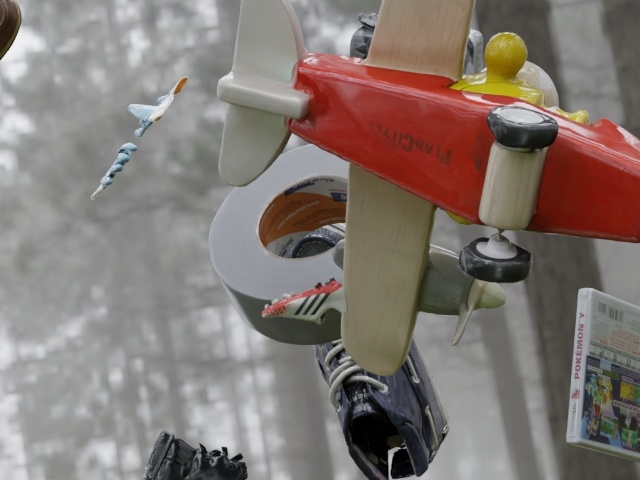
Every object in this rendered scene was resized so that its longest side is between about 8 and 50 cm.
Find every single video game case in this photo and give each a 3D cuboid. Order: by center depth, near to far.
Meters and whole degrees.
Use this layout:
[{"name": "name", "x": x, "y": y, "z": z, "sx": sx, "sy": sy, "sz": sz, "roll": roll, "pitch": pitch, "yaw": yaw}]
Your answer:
[{"name": "video game case", "x": 0.360, "y": 0.166, "z": 2.167, "sx": 0.023, "sy": 0.183, "sz": 0.201, "roll": -3, "pitch": -15, "yaw": 39}]

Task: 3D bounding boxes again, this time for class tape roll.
[{"name": "tape roll", "x": 0.000, "y": 0.000, "z": 1.832, "sx": 0.219, "sy": 0.219, "sz": 0.072, "roll": -11, "pitch": -47, "yaw": 14}]

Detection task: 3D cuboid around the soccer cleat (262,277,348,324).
[{"name": "soccer cleat", "x": -0.014, "y": 0.060, "z": 1.596, "sx": 0.083, "sy": 0.036, "sz": 0.029, "roll": -20, "pitch": 5, "yaw": 24}]

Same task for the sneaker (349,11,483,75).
[{"name": "sneaker", "x": 0.103, "y": -0.220, "z": 2.155, "sx": 0.153, "sy": 0.101, "sz": 0.268, "roll": 8, "pitch": 4, "yaw": 13}]

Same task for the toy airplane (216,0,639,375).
[{"name": "toy airplane", "x": 0.099, "y": -0.109, "z": 1.617, "sx": 0.386, "sy": 0.384, "sz": 0.272, "roll": -34, "pitch": -10, "yaw": 40}]

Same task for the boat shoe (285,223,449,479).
[{"name": "boat shoe", "x": 0.049, "y": 0.135, "z": 2.163, "sx": 0.127, "sy": 0.340, "sz": 0.158, "roll": -27, "pitch": 13, "yaw": 19}]

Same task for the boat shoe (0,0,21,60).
[{"name": "boat shoe", "x": -0.367, "y": -0.180, "z": 1.748, "sx": 0.178, "sy": 0.064, "sz": 0.060, "roll": -32, "pitch": -18, "yaw": 15}]

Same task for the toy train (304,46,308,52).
[{"name": "toy train", "x": -0.063, "y": -0.292, "z": 2.462, "sx": 0.046, "sy": 0.166, "sz": 0.125, "roll": -30, "pitch": 31, "yaw": 1}]

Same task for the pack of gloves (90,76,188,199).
[{"name": "pack of gloves", "x": -0.289, "y": -0.161, "z": 2.720, "sx": 0.046, "sy": 0.195, "sz": 0.232, "roll": 37, "pitch": -12, "yaw": -8}]

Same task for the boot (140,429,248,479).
[{"name": "boot", "x": -0.134, "y": 0.257, "z": 1.827, "sx": 0.099, "sy": 0.121, "sz": 0.045, "roll": 26, "pitch": -25, "yaw": -8}]
